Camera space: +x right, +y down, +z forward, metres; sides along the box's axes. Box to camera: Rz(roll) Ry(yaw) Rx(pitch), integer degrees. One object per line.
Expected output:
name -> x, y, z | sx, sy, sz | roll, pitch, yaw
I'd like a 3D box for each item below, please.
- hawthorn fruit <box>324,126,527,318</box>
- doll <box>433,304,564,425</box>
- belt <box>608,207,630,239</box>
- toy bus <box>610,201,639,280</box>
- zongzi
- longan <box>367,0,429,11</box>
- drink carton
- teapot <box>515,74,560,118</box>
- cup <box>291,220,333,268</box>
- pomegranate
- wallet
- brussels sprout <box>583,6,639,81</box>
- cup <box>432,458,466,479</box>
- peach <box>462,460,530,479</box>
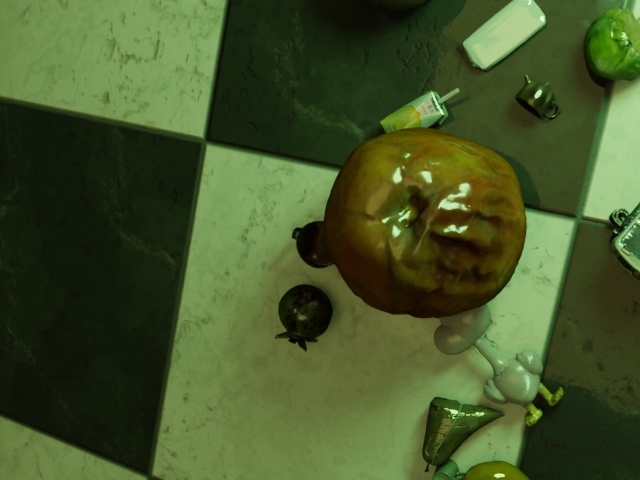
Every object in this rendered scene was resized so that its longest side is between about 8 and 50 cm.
hawthorn fruit -> 0.220, -0.027, 1.530 | 0.471, 0.471, 0.472 | 1, 94, 22
doll -> 0.395, 0.267, 1.656 | 0.365, 0.094, 0.160 | 46, 111, 13
belt -> 0.719, 0.022, 1.531 | 0.232, 0.053, 0.071 | 41, 108, 14
toy bus -> 0.745, -0.071, 1.457 | 0.138, 0.097, 0.343 | 40, 94, 15
zongzi -> 0.338, 0.481, 1.690 | 0.177, 0.081, 0.189 | 9, 84, 16
longan -> 0.182, -0.654, 1.611 | 0.257, 0.258, 0.258 | 1, 94, 22
drink carton -> 0.247, -0.305, 1.688 | 0.200, 0.074, 0.084 | -28, 84, 20
teapot -> 0.494, -0.322, 1.592 | 0.121, 0.076, 0.068 | 37, 98, -12
cup -> 0.008, -0.006, 1.769 | 0.150, 0.138, 0.113 | 47, 108, 13
pomegranate -> -0.044, 0.199, 1.809 | 0.148, 0.148, 0.169 | 22, 108, 19
wallet -> 0.421, -0.476, 1.630 | 0.190, 0.033, 0.095 | -39, 78, 19
brussels sprout -> 0.629, -0.407, 1.504 | 0.149, 0.152, 0.122 | 47, 142, -13
cup -> 0.310, 0.575, 1.715 | 0.074, 0.083, 0.055 | 32, 103, 16
peach -> 0.416, 0.606, 1.663 | 0.179, 0.103, 0.179 | 1, 97, 10
